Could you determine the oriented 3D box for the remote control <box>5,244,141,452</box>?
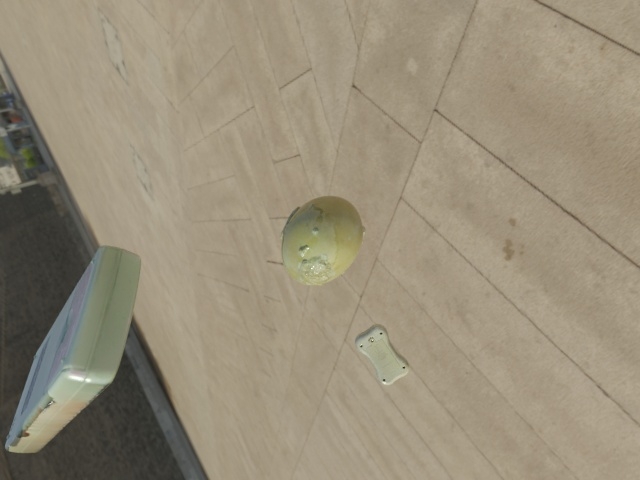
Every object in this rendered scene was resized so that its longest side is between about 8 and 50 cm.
[{"bbox_3d":[-0.297,0.142,0.512,0.344,0.050,0.145,-38,42,39],"label":"remote control"}]

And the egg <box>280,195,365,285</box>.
[{"bbox_3d":[0.003,0.002,0.896,0.164,0.164,0.202,48,116,30],"label":"egg"}]

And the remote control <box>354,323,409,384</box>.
[{"bbox_3d":[0.127,0.235,0.905,0.122,0.074,0.032,57,-176,-1],"label":"remote control"}]
